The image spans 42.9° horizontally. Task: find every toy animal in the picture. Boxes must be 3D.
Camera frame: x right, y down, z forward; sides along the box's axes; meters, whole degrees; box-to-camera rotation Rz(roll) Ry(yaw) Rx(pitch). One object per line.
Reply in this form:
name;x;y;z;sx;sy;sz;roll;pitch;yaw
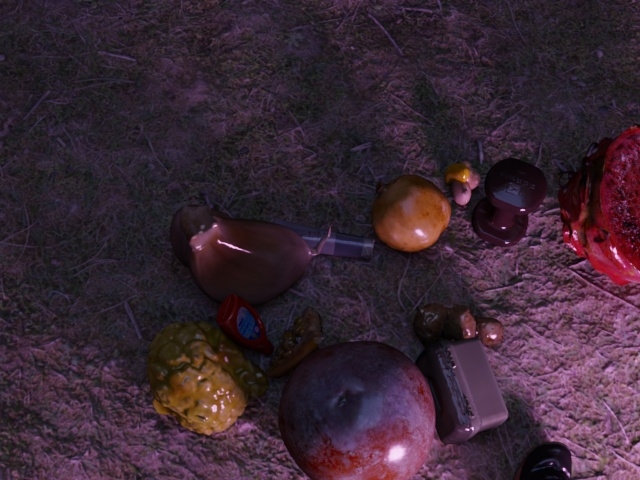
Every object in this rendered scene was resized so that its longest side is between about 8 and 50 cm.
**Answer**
toy animal;0.363;-0.147;2.004;0.082;0.091;0.114;-6;61;-20

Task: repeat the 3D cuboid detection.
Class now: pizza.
pizza;-0.045;0.208;1.796;0.052;0.185;0.195;44;35;-16

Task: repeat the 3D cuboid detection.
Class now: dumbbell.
dumbbell;0.434;-0.085;1.892;0.140;0.225;0.124;22;68;11

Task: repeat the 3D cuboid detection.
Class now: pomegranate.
pomegranate;0.201;-0.071;1.908;0.196;0.196;0.196;1;63;-1

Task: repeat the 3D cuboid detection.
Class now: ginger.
ginger;0.311;0.193;1.834;0.204;0.080;0.104;3;96;1

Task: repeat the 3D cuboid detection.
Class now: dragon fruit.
dragon fruit;0.708;-0.064;1.870;0.386;0.249;0.371;-32;95;-29

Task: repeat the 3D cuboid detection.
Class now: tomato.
tomato;0.076;0.354;1.642;0.316;0.282;0.317;-4;66;10

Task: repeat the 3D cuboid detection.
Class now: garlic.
garlic;-0.176;0.009;1.848;0.339;0.246;0.231;-1;32;-28

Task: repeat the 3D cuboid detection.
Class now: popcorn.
popcorn;-0.239;0.284;1.714;0.251;0.206;0.237;-3;49;-15

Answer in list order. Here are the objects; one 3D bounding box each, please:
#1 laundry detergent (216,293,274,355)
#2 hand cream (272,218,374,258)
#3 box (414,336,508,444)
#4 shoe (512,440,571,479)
laundry detergent;-0.157;0.194;1.788;0.049;0.165;0.097;-11;46;35
hand cream;0.000;0.000;1.941;0.255;0.048;0.079;8;58;5
box;0.298;0.317;1.737;0.129;0.148;0.210;-11;66;-15
shoe;0.447;0.537;1.633;0.114;0.137;0.291;14;63;5
